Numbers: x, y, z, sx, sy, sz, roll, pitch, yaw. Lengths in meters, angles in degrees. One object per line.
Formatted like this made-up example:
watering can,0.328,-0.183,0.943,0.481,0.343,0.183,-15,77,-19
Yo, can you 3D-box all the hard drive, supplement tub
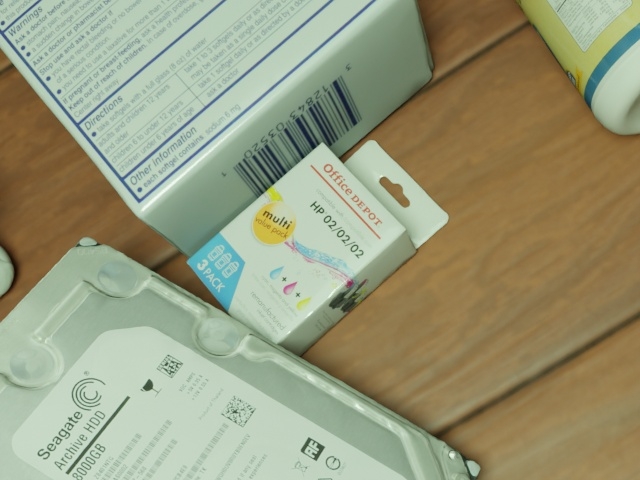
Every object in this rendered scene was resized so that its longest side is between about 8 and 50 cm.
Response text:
hard drive,-0.086,0.161,0.754,0.339,0.064,0.237,30,49,8
supplement tub,0.226,-0.196,0.849,0.144,0.144,0.200,-29,67,3

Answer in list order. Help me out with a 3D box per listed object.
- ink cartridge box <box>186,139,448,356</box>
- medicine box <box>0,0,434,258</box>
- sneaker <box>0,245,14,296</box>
ink cartridge box,0.000,0.000,0.883,0.181,0.061,0.104,-42,68,-3
medicine box,-0.102,-0.176,0.919,0.263,0.149,0.289,-41,67,-2
sneaker,-0.367,-0.014,0.966,0.235,0.095,0.090,19,118,2
